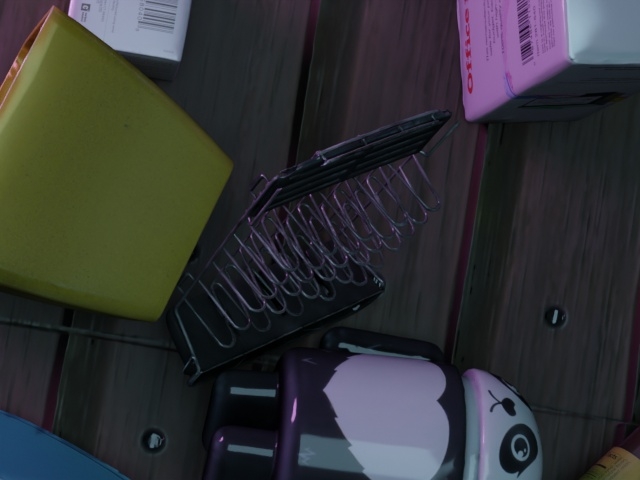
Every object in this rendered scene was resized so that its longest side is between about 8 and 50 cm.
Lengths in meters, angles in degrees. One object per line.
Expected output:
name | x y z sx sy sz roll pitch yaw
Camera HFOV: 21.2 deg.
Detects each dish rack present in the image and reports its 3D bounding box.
dish rack | 0.000 0.000 1.353 0.208 0.271 0.074 -24 74 -37

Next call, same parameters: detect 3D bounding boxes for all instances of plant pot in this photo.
plant pot | -0.194 -0.037 1.383 0.187 0.212 0.212 28 81 -13

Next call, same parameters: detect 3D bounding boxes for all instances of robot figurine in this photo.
robot figurine | 0.044 0.176 1.404 0.278 0.173 0.209 7 85 -7

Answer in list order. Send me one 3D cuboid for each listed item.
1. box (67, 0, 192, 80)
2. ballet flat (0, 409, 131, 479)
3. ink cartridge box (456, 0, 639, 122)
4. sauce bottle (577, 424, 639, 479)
box | -0.162 -0.198 1.455 0.102 0.087 0.101 9 83 -7
ballet flat | -0.326 0.182 1.390 0.408 0.147 0.147 29 81 -2
ink cartridge box | 0.204 -0.217 1.416 0.117 0.278 0.201 -2 85 -12
sauce bottle | 0.278 0.227 1.466 0.344 0.111 0.111 -39 91 -9
